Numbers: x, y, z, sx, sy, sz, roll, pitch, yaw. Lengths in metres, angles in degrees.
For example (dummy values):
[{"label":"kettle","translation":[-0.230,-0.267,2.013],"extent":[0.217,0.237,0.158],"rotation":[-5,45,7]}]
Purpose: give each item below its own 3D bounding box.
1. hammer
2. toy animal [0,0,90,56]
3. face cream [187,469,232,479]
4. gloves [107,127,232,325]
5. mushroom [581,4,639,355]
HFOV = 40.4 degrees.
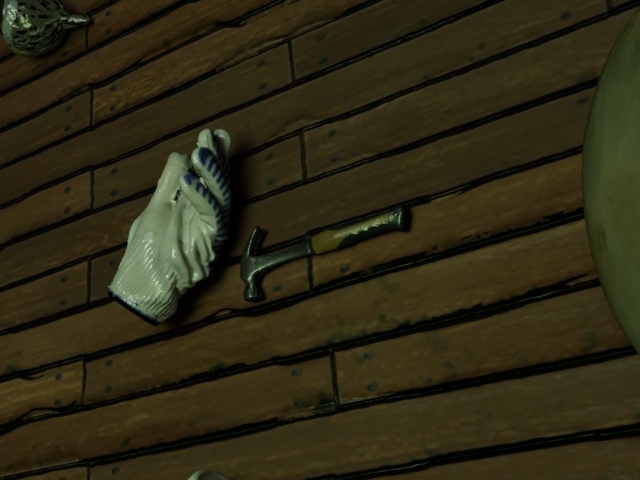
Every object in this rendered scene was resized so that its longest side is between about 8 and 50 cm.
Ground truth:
[{"label":"hammer","translation":[0.000,0.000,0.894],"extent":[0.201,0.021,0.078],"rotation":[-20,64,26]},{"label":"toy animal","translation":[-0.397,-0.312,1.217],"extent":[0.137,0.098,0.098],"rotation":[-5,71,31]},{"label":"face cream","translation":[-0.199,0.373,0.844],"extent":[0.345,0.102,0.102],"rotation":[-46,55,11]},{"label":"gloves","translation":[-0.154,-0.018,0.956],"extent":[0.119,0.097,0.229],"rotation":[26,93,32]},{"label":"mushroom","translation":[0.336,-0.029,0.517],"extent":[0.294,0.362,0.362],"rotation":[-25,53,-19]}]
